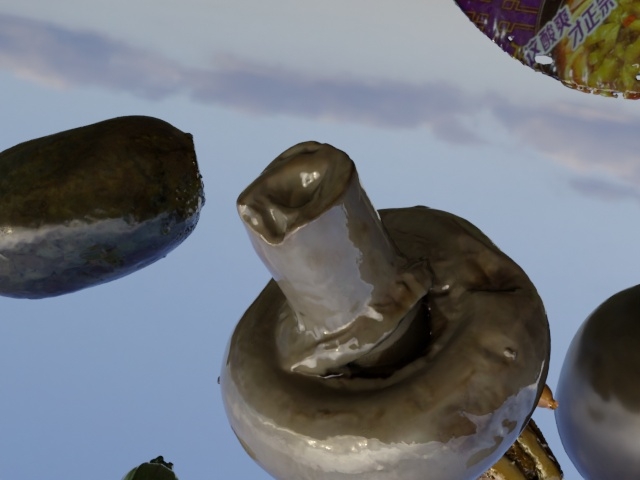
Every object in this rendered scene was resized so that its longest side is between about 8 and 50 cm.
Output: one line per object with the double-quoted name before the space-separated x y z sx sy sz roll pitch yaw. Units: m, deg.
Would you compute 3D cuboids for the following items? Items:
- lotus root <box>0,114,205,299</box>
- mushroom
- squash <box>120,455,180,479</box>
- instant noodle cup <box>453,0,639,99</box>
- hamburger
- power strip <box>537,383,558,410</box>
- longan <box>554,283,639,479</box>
"lotus root" -0.250 -0.033 1.694 0.275 0.160 0.152 -21 -142 3
"mushroom" 0.042 0.063 1.352 0.293 0.290 0.292 -12 -136 12
"squash" -0.192 0.284 1.634 0.077 0.068 0.219 53 -156 -7
"instant noodle cup" 0.260 -0.260 1.238 0.340 0.339 0.266 15 -177 16
"hamburger" 0.260 0.333 2.334 0.118 0.191 0.182 -32 -116 -15
"power strip" 0.160 0.106 1.579 0.178 0.028 0.049 40 -149 19
"longan" 0.358 0.163 1.648 0.258 0.258 0.258 11 -167 -2
